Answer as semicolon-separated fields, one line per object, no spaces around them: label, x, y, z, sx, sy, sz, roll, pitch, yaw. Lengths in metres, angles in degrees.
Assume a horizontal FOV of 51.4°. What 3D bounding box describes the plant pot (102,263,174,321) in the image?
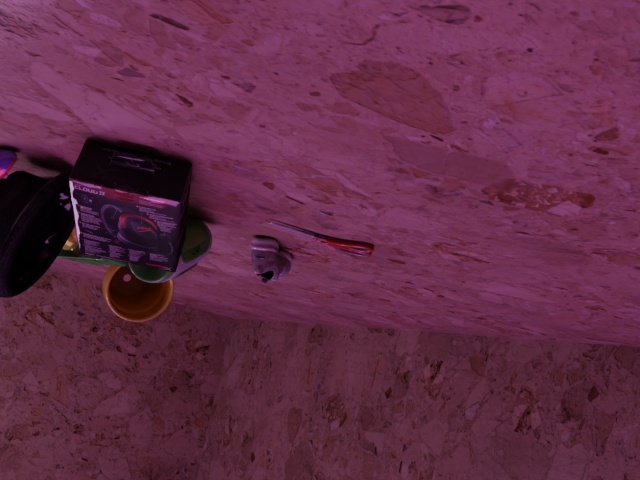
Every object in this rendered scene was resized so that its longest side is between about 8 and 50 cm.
plant pot;-0.719;0.163;2.560;0.254;0.254;0.239;19;179;-30

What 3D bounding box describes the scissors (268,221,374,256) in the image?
scissors;0.000;0.000;1.719;0.297;0.021;0.109;12;169;-12

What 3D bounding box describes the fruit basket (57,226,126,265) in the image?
fruit basket;-0.694;-0.060;1.849;0.326;0.166;0.353;1;148;34

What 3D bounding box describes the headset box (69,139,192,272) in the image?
headset box;-0.388;-0.072;1.377;0.218;0.110;0.293;12;144;-6

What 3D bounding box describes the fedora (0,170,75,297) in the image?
fedora;-0.699;-0.039;1.542;0.152;0.334;0.334;29;166;0

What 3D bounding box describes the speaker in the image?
speaker;-0.369;0.020;1.672;0.131;0.131;0.296;9;-169;8

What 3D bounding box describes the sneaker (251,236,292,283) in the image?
sneaker;-0.158;0.075;1.959;0.105;0.115;0.281;8;167;14

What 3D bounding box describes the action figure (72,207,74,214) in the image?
action figure;-0.484;-0.044;1.640;0.140;0.164;0.276;14;163;23

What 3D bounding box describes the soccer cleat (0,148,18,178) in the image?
soccer cleat;-0.783;-0.177;1.509;0.248;0.083;0.095;-1;147;38
